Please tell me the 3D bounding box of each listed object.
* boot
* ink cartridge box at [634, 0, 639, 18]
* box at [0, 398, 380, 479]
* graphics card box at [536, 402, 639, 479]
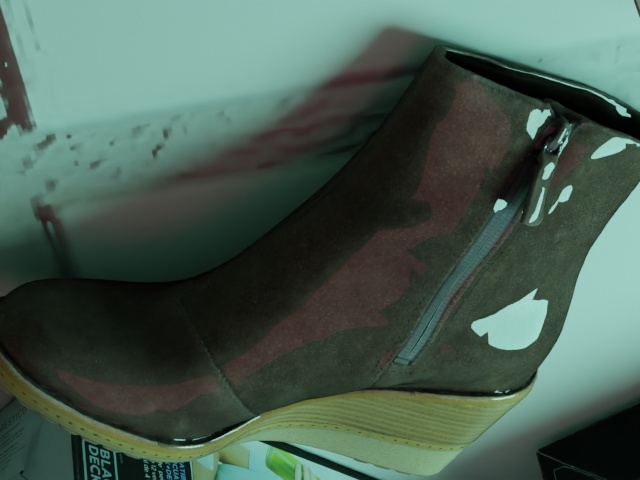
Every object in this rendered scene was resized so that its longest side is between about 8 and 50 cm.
[{"bbox_3d":[0.000,0.000,0.690,0.248,0.090,0.207,13,123,-25],"label":"boot"},{"bbox_3d":[0.227,-0.105,0.605,0.198,0.067,0.115,9,137,-21],"label":"ink cartridge box"},{"bbox_3d":[-0.065,0.180,0.867,0.290,0.087,0.169,26,128,-36],"label":"box"},{"bbox_3d":[0.310,0.181,0.951,0.232,0.094,0.371,-26,137,19],"label":"graphics card box"}]
